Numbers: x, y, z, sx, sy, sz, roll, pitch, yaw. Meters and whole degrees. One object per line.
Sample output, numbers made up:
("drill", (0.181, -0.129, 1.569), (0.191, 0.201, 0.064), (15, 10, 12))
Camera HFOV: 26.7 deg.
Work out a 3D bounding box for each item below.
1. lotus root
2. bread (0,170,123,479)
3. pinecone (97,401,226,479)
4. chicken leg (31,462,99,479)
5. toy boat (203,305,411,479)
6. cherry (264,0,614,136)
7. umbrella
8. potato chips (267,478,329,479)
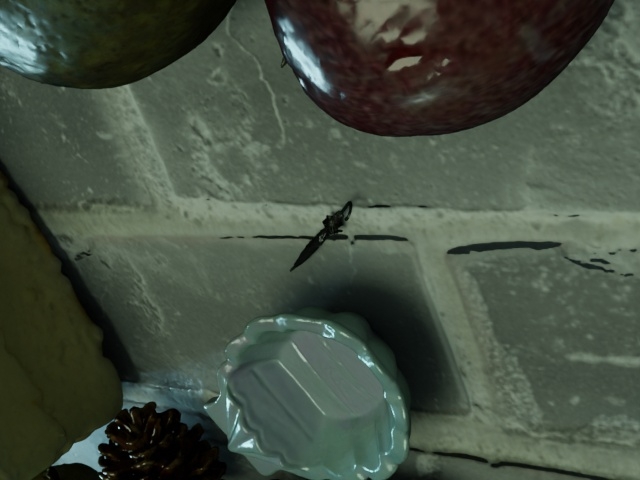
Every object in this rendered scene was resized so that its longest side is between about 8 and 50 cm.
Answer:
("lotus root", (-0.168, -0.256, 1.067), (0.250, 0.250, 0.346), (46, 145, 2))
("bread", (-0.464, 0.136, 1.590), (0.390, 0.279, 0.371), (-24, 102, 48))
("pinecone", (-0.188, 0.267, 1.543), (0.173, 0.173, 0.173), (23, 134, 26))
("chicken leg", (-0.214, 0.401, 1.689), (0.361, 0.140, 0.211), (32, 173, -6))
("toy boat", (-0.002, 0.147, 1.329), (0.199, 0.100, 0.290), (53, 139, -5))
("cherry", (0.079, -0.187, 0.922), (0.300, 0.203, 0.230), (-13, 110, 31))
("umbrella", (0.000, -0.004, 1.273), (0.022, 0.022, 0.149), (15, 153, -19))
("potato chips", (0.073, 0.392, 1.436), (0.429, 0.070, 0.358), (27, 140, 11))
